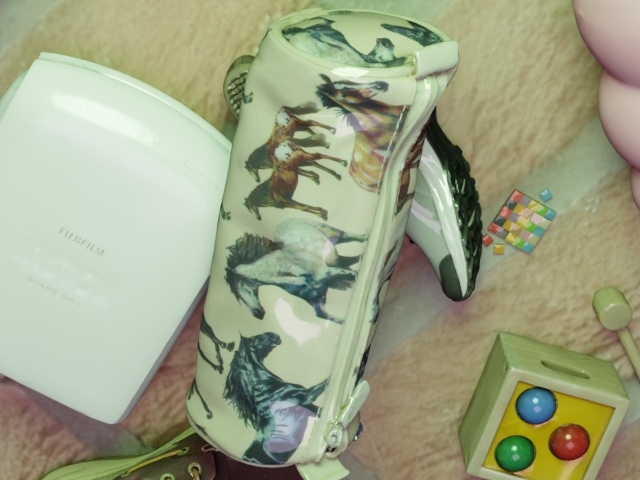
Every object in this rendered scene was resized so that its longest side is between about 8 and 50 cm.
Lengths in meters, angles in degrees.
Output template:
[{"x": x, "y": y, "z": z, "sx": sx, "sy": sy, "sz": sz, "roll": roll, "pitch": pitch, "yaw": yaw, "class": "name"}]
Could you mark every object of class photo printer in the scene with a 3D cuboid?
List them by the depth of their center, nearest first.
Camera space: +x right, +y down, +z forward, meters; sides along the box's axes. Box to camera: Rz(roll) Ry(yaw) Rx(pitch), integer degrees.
[{"x": -0.220, "y": -0.006, "z": 1.177, "sx": 0.256, "sy": 0.107, "sz": 0.308, "roll": 30, "pitch": 109, "yaw": -12, "class": "photo printer"}]

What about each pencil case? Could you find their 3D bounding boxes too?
[{"x": 0.000, "y": 0.000, "z": 1.070, "sx": 0.183, "sy": 0.160, "sz": 0.410, "roll": 29, "pitch": 119, "yaw": 31, "class": "pencil case"}]

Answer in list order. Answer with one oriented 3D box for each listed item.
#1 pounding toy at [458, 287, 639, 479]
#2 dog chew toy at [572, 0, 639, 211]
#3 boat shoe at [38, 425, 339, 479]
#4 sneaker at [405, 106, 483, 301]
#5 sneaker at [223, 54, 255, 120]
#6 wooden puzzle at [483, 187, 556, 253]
[{"x": 0.261, "y": 0.154, "z": 1.251, "sx": 0.181, "sy": 0.094, "sz": 0.206, "roll": 16, "pitch": 111, "yaw": -7, "class": "pounding toy"}, {"x": 0.330, "y": -0.143, "z": 1.084, "sx": 0.206, "sy": 0.207, "sz": 0.332, "roll": -10, "pitch": 119, "yaw": 4, "class": "dog chew toy"}, {"x": -0.144, "y": 0.267, "z": 1.277, "sx": 0.341, "sy": 0.123, "sz": 0.123, "roll": -14, "pitch": 111, "yaw": 5, "class": "boat shoe"}, {"x": 0.077, "y": -0.063, "z": 1.172, "sx": 0.108, "sy": 0.100, "sz": 0.272, "roll": -20, "pitch": 107, "yaw": 21, "class": "sneaker"}, {"x": -0.027, "y": -0.090, "z": 1.164, "sx": 0.066, "sy": 0.071, "sz": 0.188, "roll": -22, "pitch": 114, "yaw": 11, "class": "sneaker"}, {"x": 0.197, "y": -0.018, "z": 1.229, "sx": 0.049, "sy": 0.006, "sz": 0.083, "roll": 28, "pitch": 109, "yaw": -11, "class": "wooden puzzle"}]
